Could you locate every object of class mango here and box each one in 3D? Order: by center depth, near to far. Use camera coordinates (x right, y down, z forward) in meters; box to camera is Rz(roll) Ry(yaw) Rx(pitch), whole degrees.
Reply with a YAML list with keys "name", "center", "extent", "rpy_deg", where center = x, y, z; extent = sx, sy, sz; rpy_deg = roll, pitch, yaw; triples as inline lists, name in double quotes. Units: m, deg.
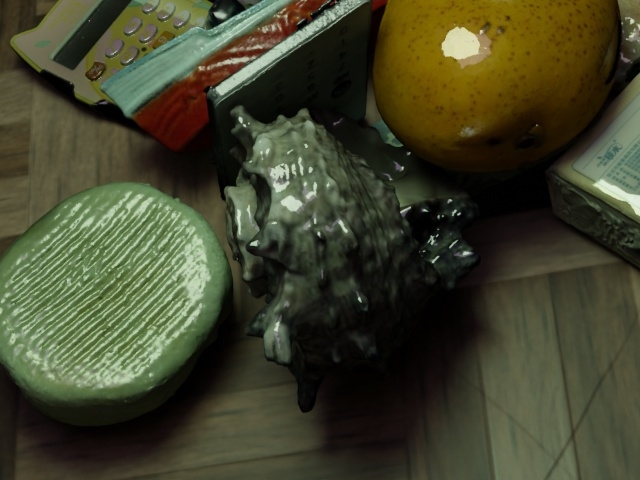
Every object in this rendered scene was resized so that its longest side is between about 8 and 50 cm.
- name: "mango"
  center: [0.158, -0.173, 1.493]
  extent: [0.191, 0.160, 0.290]
  rpy_deg: [7, 42, 14]

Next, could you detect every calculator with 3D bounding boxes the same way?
- name: "calculator"
  center: [-0.025, -0.113, 1.498]
  extent: [0.161, 0.261, 0.021]
  rpy_deg: [-36, 75, -10]
- name: "calculator"
  center: [-0.174, -0.182, 1.714]
  extent: [0.236, 0.033, 0.157]
  rpy_deg: [27, 66, 25]

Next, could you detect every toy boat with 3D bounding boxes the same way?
- name: "toy boat"
  center: [-0.047, -0.202, 1.608]
  extent: [0.332, 0.145, 0.133]
  rpy_deg: [-34, 80, -14]

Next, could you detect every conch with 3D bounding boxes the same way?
- name: "conch"
  center: [0.002, -0.012, 1.423]
  extent: [0.186, 0.240, 0.313]
  rpy_deg: [-25, 12, 30]

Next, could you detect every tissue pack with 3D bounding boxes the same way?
- name: "tissue pack"
  center: [0.304, -0.071, 1.480]
  extent: [0.148, 0.092, 0.196]
  rpy_deg: [35, 70, 31]

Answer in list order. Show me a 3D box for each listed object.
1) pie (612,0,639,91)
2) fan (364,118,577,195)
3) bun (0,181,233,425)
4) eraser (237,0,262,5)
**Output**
- name: "pie"
  center: [0.285, -0.235, 1.618]
  extent: [0.218, 0.052, 0.185]
  rpy_deg: [-37, 58, -8]
- name: "fan"
  center: [0.109, -0.078, 1.584]
  extent: [0.240, 0.009, 0.131]
  rpy_deg: [-13, 55, 6]
- name: "bun"
  center: [-0.181, 0.060, 1.509]
  extent: [0.221, 0.108, 0.221]
  rpy_deg: [-2, 61, 4]
- name: "eraser"
  center: [-0.113, -0.338, 1.783]
  extent: [0.243, 0.059, 0.204]
  rpy_deg: [23, 66, 22]
